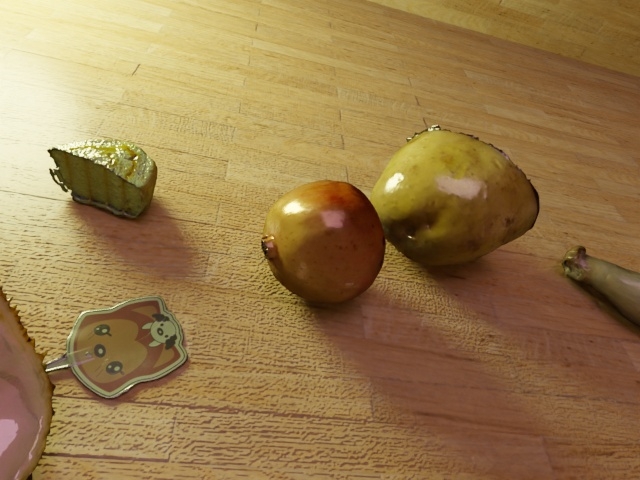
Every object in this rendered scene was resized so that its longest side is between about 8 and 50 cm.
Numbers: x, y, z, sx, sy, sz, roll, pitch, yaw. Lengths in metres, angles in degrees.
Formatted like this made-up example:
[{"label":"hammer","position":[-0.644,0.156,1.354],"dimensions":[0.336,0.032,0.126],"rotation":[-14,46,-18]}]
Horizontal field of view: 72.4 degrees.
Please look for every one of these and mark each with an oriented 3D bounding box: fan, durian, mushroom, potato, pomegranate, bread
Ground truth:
[{"label":"fan","position":[-0.280,0.139,0.537],"dimensions":[0.219,0.009,0.132],"rotation":[-14,53,-32]},{"label":"durian","position":[-0.362,0.171,0.393],"dimensions":[0.137,0.183,0.250],"rotation":[-15,46,16]},{"label":"mushroom","position":[0.579,0.094,0.847],"dimensions":[0.225,0.093,0.116],"rotation":[26,28,19]},{"label":"potato","position":[0.212,-0.062,0.781],"dimensions":[0.285,0.243,0.242],"rotation":[44,48,14]},{"label":"pomegranate","position":[0.003,0.002,0.660],"dimensions":[0.191,0.191,0.191],"rotation":[10,44,-10]},{"label":"bread","position":[-0.332,-0.115,0.702],"dimensions":[0.156,0.103,0.110],"rotation":[25,48,-5]}]
